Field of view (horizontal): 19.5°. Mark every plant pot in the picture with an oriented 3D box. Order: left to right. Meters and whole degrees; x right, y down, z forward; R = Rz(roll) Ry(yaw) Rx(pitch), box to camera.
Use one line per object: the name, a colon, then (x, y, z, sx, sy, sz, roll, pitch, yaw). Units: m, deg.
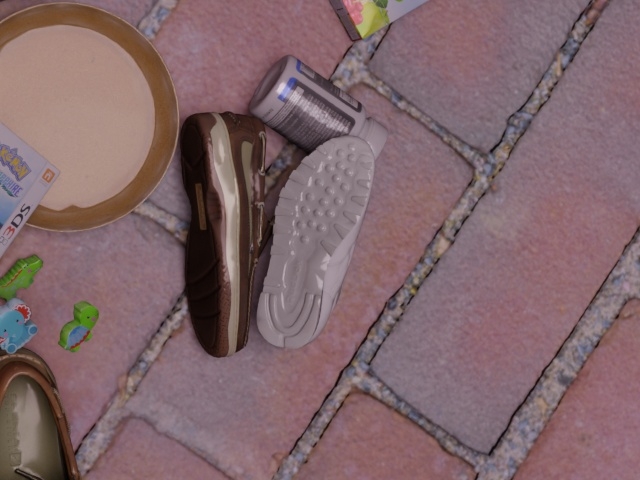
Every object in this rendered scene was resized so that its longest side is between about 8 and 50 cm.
plant pot: (-0.263, -0.127, 1.915, 0.236, 0.032, 0.236, -1, 92, -18)

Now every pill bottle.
pill bottle: (-0.001, -0.130, 1.978, 0.137, 0.078, 0.078, 34, 81, -16)

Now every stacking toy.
stacking toy: (-0.335, 0.106, 1.822, 0.221, 0.167, 0.052, -42, 126, -13)

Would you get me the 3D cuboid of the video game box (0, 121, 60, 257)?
video game box: (-0.374, -0.048, 1.793, 0.205, 0.048, 0.187, 42, 75, -44)

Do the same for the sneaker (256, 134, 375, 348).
sneaker: (0.000, 0.000, 1.960, 0.090, 0.095, 0.235, 24, 98, 19)

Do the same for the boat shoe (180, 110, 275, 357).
boat shoe: (-0.084, -0.007, 1.944, 0.095, 0.095, 0.257, -7, 102, -30)

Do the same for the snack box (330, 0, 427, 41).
snack box: (0.074, -0.294, 2.021, 0.141, 0.037, 0.100, -32, 102, -16)

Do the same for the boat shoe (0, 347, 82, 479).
boat shoe: (-0.293, 0.270, 1.867, 0.123, 0.120, 0.324, -13, 95, -18)
